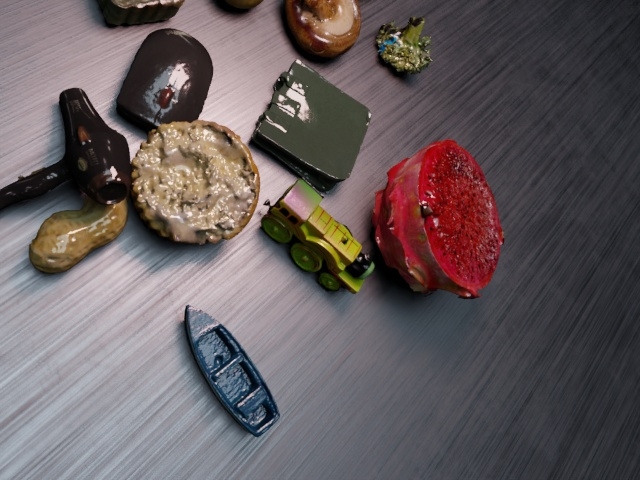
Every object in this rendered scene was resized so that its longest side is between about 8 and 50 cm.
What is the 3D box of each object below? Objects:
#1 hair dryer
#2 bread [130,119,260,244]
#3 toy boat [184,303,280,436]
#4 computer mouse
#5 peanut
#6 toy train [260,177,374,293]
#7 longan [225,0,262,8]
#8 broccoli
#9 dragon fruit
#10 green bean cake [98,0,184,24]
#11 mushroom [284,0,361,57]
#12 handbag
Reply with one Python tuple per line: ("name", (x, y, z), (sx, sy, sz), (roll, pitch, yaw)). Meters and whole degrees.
("hair dryer", (-0.539, -0.133, 1.040), (0.359, 0.120, 0.304), (-29, 61, -13))
("bread", (-0.262, -0.115, 1.166), (0.274, 0.149, 0.274), (5, 79, -26))
("toy boat", (-0.194, 0.259, 1.141), (0.096, 0.062, 0.299), (-35, 94, -31))
("computer mouse", (-0.324, -0.358, 1.231), (0.170, 0.100, 0.269), (22, 66, -19))
("peanut", (-0.448, -0.026, 1.069), (0.229, 0.098, 0.103), (-44, 119, -34))
("toy train", (0.000, 0.000, 1.268), (0.296, 0.160, 0.100), (43, 54, -11))
("longan", (-0.177, -0.641, 1.354), (0.145, 0.176, 0.155), (-2, 91, -44))
("broccoli", (0.239, -0.549, 1.558), (0.154, 0.160, 0.167), (-1, 56, -11))
("dragon fruit", (0.269, -0.040, 1.380), (0.371, 0.249, 0.386), (5, 76, -44))
("green bean cake", (-0.414, -0.572, 1.247), (0.173, 0.094, 0.181), (-22, 86, -32))
("mushroom", (0.001, -0.584, 1.464), (0.194, 0.138, 0.231), (-12, 93, -44))
("handbag", (-0.021, -0.280, 1.386), (0.260, 0.079, 0.247), (31, 62, -17))
